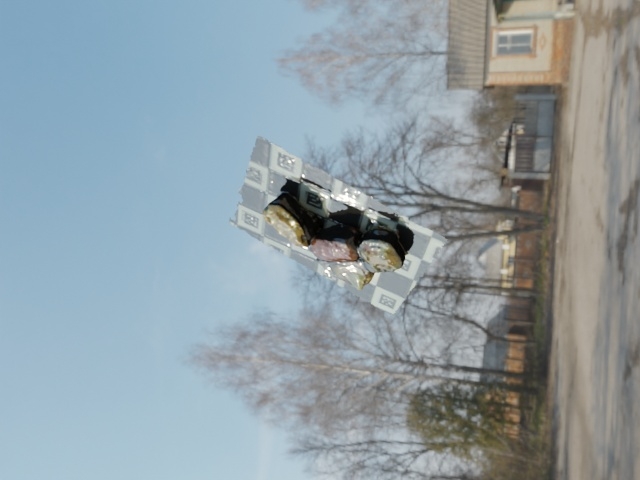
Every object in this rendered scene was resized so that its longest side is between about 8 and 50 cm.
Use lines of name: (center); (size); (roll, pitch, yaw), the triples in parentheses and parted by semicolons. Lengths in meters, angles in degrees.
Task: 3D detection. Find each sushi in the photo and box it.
sushi: (0.000, 0.000, 0.561); (0.031, 0.201, 0.139); (-57, -6, -39)
